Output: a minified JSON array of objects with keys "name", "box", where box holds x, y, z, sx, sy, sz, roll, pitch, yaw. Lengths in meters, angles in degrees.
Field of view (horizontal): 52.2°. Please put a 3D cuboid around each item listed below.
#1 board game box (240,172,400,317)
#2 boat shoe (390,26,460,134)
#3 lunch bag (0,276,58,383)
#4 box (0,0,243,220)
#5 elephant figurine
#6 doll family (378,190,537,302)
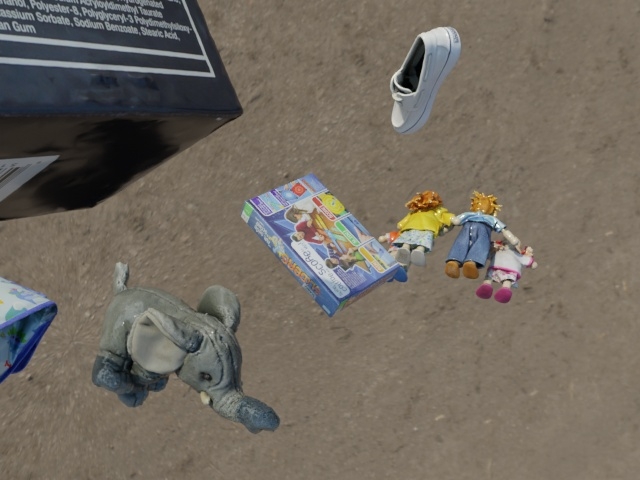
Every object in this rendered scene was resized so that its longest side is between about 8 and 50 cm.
[{"name":"board game box","box":[0.000,0.000,0.933,0.136,0.035,0.201,-27,66,-39]},{"name":"boat shoe","box":[0.174,-0.300,1.246,0.084,0.258,0.095,-11,58,-23]},{"name":"lunch bag","box":[-0.373,0.092,0.677,0.128,0.096,0.151,22,44,13]},{"name":"box","box":[-0.240,-0.162,0.343,0.296,0.182,0.294,-16,84,-55]},{"name":"elephant figurine","box":[-0.169,0.136,0.854,0.186,0.239,0.169,52,44,-36]},{"name":"doll family","box":[0.219,-0.012,1.053,0.262,0.118,0.163,11,46,20]}]
